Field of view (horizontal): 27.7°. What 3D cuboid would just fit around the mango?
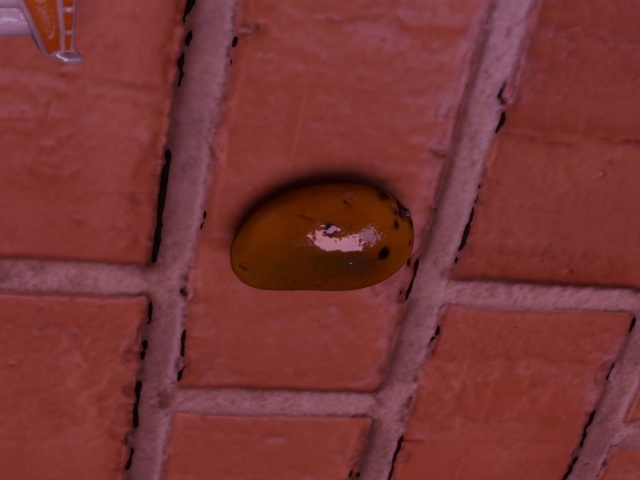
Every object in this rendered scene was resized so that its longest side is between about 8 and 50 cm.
[{"bbox_3d":[0.001,-0.002,1.243,0.178,0.090,0.115,-2,135,0],"label":"mango"}]

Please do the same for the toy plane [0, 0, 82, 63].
[{"bbox_3d":[-0.172,-0.242,0.972,0.244,0.117,0.245,-24,143,-19],"label":"toy plane"}]
